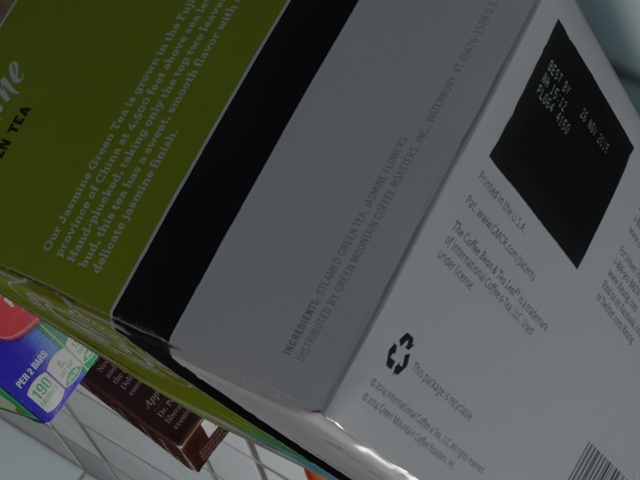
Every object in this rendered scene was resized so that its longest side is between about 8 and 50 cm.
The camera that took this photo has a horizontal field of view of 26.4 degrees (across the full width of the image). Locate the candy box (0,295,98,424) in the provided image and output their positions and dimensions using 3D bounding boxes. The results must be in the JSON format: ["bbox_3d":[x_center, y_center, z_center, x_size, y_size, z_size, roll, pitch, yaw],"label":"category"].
[{"bbox_3d":[-0.242,-0.076,0.948,0.122,0.268,0.317,2,141,50],"label":"candy box"}]

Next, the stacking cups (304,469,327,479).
[{"bbox_3d":[0.020,0.124,1.075,0.096,0.096,0.316,26,137,22],"label":"stacking cups"}]

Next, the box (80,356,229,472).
[{"bbox_3d":[-0.146,0.078,1.242,0.203,0.168,0.167,36,167,10],"label":"box"}]

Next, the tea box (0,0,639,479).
[{"bbox_3d":[0.000,0.000,0.745,0.323,0.220,0.329,21,166,37],"label":"tea box"}]
